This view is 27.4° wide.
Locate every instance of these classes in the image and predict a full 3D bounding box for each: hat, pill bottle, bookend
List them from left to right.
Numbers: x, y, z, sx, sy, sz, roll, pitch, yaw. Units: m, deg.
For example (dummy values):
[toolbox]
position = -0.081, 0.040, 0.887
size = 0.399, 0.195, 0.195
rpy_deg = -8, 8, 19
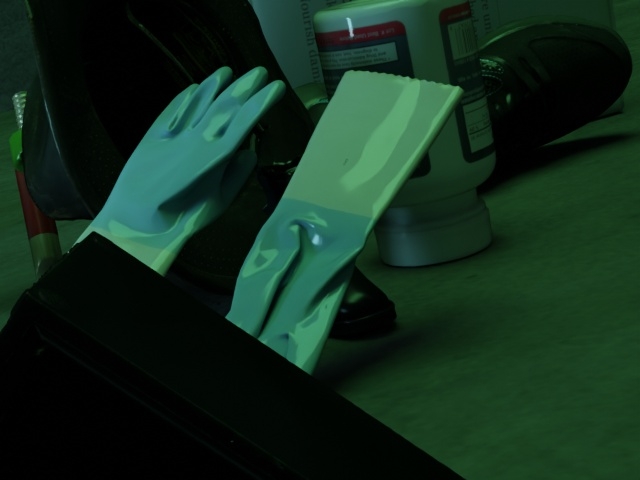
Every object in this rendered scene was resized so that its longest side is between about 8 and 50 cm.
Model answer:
[hat]
position = -0.140, -0.089, 0.951
size = 0.134, 0.331, 0.331
rpy_deg = -25, 5, 27
[bookend]
position = -0.052, 0.108, 0.392
size = 0.157, 0.156, 0.072
rpy_deg = -54, 4, 14
[pill bottle]
position = 0.063, -0.079, 0.907
size = 0.108, 0.180, 0.108
rpy_deg = -11, 12, 2

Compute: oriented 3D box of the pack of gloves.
[pack of gloves]
position = -0.044, 0.001, 0.745
size = 0.195, 0.046, 0.232
rpy_deg = 15, 64, 35

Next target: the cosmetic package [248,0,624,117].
[cosmetic package]
position = 0.043, -0.253, 1.360
size = 0.393, 0.327, 0.329
rpy_deg = -16, 13, -24

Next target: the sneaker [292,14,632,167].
[sneaker]
position = 0.131, -0.095, 1.131
size = 0.341, 0.125, 0.139
rpy_deg = -19, 32, -14

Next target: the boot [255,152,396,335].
[boot]
position = 0.001, 0.000, 0.802
size = 0.045, 0.099, 0.121
rpy_deg = -17, 14, -18

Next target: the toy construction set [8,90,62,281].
[toy construction set]
position = -0.315, 0.016, 0.931
size = 0.309, 0.237, 0.257
rpy_deg = 0, -27, -37
